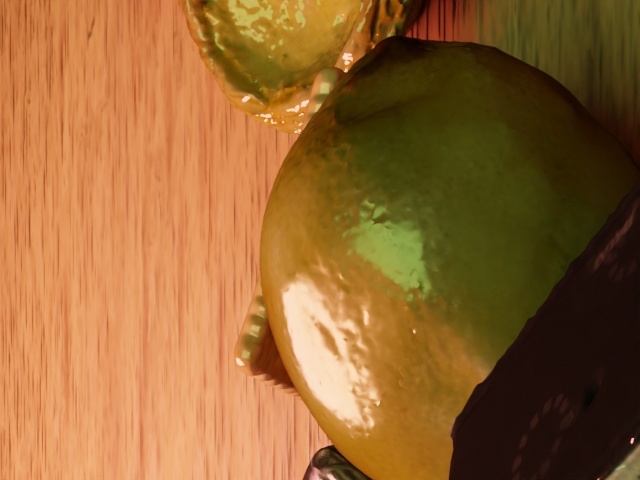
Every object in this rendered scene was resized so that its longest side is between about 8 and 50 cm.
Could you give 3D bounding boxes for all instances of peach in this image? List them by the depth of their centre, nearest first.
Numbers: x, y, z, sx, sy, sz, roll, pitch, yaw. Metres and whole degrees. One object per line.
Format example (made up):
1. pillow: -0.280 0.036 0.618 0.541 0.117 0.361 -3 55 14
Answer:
1. peach: 0.102 0.029 1.013 0.314 0.281 0.316 -116 4 -46

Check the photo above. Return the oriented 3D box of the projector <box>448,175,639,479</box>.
1. projector: 0.322 0.119 0.729 0.395 0.405 0.242 -57 10 30

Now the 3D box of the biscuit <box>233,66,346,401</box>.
1. biscuit: -0.001 0.000 1.152 0.030 0.160 0.250 11 79 25

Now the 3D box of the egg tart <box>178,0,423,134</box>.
1. egg tart: 0.002 -0.241 1.256 0.294 0.123 0.294 5 97 43

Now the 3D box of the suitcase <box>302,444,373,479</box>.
1. suitcase: 0.126 0.267 1.084 0.312 0.202 0.128 36 116 39
